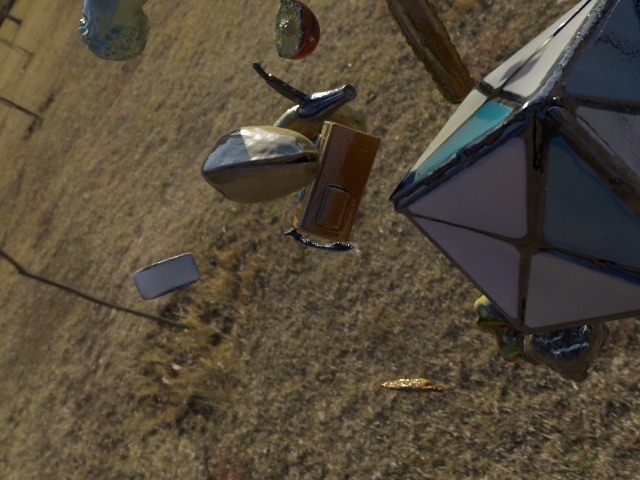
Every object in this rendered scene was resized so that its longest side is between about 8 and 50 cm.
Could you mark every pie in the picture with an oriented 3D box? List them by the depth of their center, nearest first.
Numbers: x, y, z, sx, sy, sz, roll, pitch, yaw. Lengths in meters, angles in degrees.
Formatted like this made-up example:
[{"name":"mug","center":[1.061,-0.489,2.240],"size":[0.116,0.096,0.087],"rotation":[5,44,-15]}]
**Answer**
[{"name":"pie","center":[0.190,0.321,1.399],"size":[0.191,0.088,0.033],"rotation":[157,115,-62]},{"name":"pie","center":[-0.008,-0.330,2.018],"size":[0.339,0.339,0.077],"rotation":[-25,61,36]}]

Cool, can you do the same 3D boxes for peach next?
[{"name":"peach","center":[-0.031,-0.333,0.999],"size":[0.098,0.061,0.098],"rotation":[14,107,52]}]

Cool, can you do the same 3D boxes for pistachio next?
[{"name":"pistachio","center":[-0.081,-0.107,0.878],"size":[0.186,0.126,0.108],"rotation":[-4,92,28]}]

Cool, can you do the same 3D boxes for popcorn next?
[{"name":"popcorn","center":[0.589,0.198,1.777],"size":[0.312,0.312,0.312],"rotation":[-26,50,36]}]

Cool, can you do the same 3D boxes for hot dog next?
[{"name":"hot dog","center":[0.221,-0.410,1.294],"size":[0.083,0.289,0.068],"rotation":[-31,15,13]}]

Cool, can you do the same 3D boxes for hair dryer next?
[{"name":"hair dryer","center":[-0.052,-0.336,1.395],"size":[0.196,0.219,0.075],"rotation":[-12,58,56]}]

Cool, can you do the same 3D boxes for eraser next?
[{"name":"eraser","center":[-0.319,0.074,1.340],"size":[0.125,0.067,0.210],"rotation":[-22,3,-10]}]

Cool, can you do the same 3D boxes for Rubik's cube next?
[{"name":"Rubik's cube","center":[0.324,-0.093,0.807],"size":[0.307,0.305,0.310],"rotation":[-48,9,-29]}]

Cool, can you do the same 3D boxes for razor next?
[{"name":"razor","center":[-0.001,0.004,1.351],"size":[0.155,0.044,0.028],"rotation":[15,117,19]}]

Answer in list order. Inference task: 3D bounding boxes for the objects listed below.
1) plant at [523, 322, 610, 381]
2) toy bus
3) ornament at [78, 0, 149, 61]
[{"name":"plant","center":[0.454,0.182,1.176],"size":[0.132,0.194,0.129],"rotation":[33,91,28]},{"name":"toy bus","center":[0.026,-0.095,1.080],"size":[0.114,0.098,0.200],"rotation":[-127,54,-76]},{"name":"ornament","center":[-0.329,-0.418,1.067],"size":[0.130,0.120,0.285],"rotation":[59,142,10]}]
